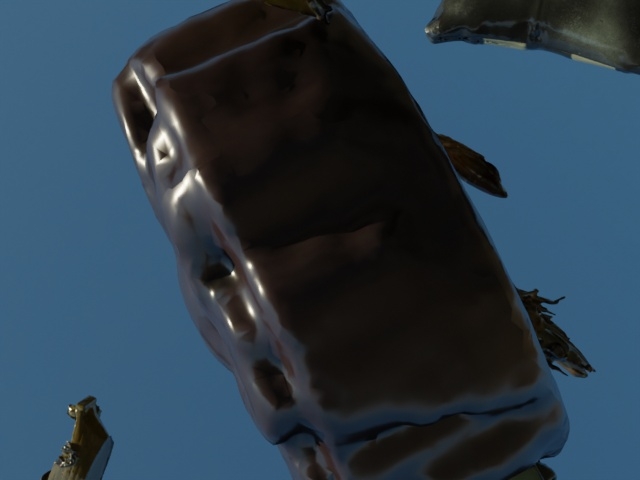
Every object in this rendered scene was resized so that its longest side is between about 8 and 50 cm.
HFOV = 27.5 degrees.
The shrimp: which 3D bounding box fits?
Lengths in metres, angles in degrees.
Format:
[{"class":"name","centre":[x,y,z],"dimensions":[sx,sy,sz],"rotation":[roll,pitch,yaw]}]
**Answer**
[{"class":"shrimp","centre":[0.150,0.006,1.219],"dimensions":[0.296,0.058,0.169],"rotation":[35,-112,-3]}]

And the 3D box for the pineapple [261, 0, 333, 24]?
[{"class":"pineapple","centre":[-0.129,-0.272,0.796],"dimensions":[0.335,0.158,0.161],"rotation":[14,-148,-8]}]

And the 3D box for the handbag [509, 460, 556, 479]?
[{"class":"handbag","centre":[0.090,0.263,1.049],"dimensions":[0.079,0.260,0.247],"rotation":[58,-176,-28]}]

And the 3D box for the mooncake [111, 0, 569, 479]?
[{"class":"mooncake","centre":[0.000,0.000,0.930],"dimensions":[0.212,0.350,0.381],"rotation":[-24,-148,-5]}]

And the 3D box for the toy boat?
[{"class":"toy boat","centre":[-0.218,0.200,1.145],"dimensions":[0.049,0.149,0.047],"rotation":[31,-150,14]}]

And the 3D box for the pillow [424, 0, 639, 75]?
[{"class":"pillow","centre":[0.244,-0.254,1.272],"dimensions":[0.250,0.106,0.186],"rotation":[13,-106,17]}]
